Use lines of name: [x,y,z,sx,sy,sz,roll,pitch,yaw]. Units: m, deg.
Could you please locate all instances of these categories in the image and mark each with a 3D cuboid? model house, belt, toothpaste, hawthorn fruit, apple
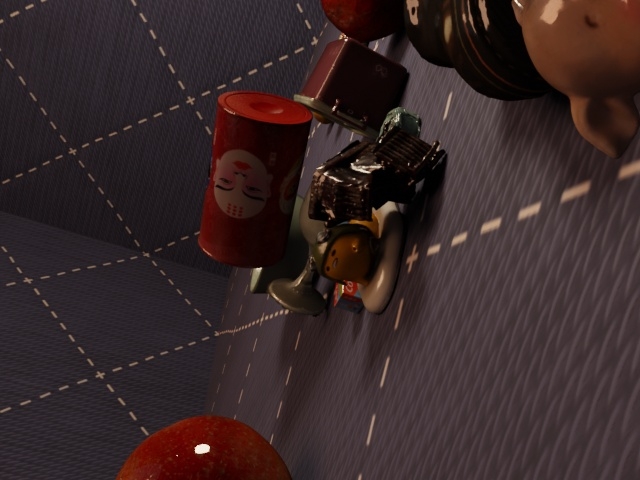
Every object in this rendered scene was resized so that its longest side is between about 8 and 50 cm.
model house: [0.091,-0.087,1.153,0.203,0.141,0.164,-41,39,-23]
belt: [0.135,-0.176,1.337,0.105,0.058,0.140,-149,77,-76]
toothpaste: [0.051,0.046,1.379,0.193,0.070,0.044,-84,17,-46]
hawthorn fruit: [0.122,-0.571,1.665,0.249,0.215,0.215,-8,63,54]
apple: [-0.207,0.495,1.285,0.277,0.348,0.349,-174,101,-73]

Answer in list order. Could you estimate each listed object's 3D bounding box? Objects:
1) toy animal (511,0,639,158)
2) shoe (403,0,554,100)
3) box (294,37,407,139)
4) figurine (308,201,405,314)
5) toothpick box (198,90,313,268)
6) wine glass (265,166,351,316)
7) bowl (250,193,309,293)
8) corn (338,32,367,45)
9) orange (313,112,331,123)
toy animal: [0.256,-0.203,0.526,0.250,0.154,0.167,-39,42,40]
shoe: [0.199,-0.291,0.885,0.237,0.171,0.384,-44,28,55]
box: [0.066,-0.340,1.612,0.168,0.193,0.294,-65,14,7]
figurine: [0.051,0.005,1.261,0.250,0.141,0.167,-90,19,-57]
toothpick box: [-0.145,-0.131,1.563,0.204,0.204,0.333,-95,15,-63]
wine glass: [0.000,0.000,1.532,0.143,0.143,0.321,-95,27,-63]
bowl: [-0.074,0.013,1.862,0.289,0.146,0.289,-164,90,-80]
corn: [0.067,-0.493,2.090,0.098,0.098,0.290,-165,95,-79]
orange: [0.014,-0.404,2.271,0.085,0.085,0.085,-163,90,-79]
